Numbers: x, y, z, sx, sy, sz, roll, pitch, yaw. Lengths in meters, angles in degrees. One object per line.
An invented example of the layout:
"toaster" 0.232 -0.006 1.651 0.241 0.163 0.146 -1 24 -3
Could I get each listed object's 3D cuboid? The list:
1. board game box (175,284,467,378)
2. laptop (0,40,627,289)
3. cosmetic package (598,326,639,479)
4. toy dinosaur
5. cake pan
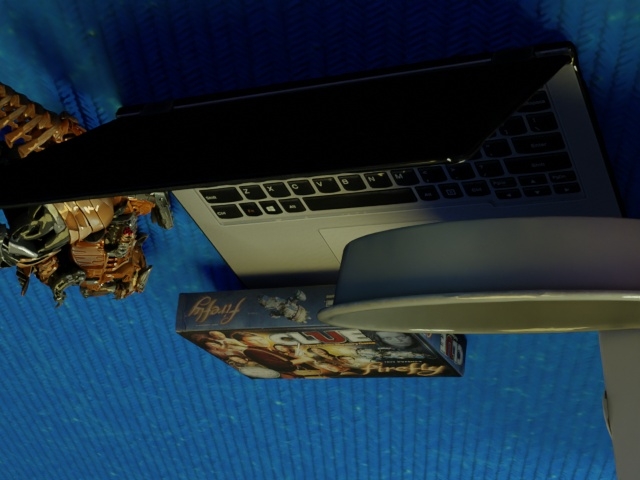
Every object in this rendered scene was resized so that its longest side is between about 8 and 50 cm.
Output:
"board game box" 0.002 0.093 1.087 0.243 0.042 0.165 -4 155 25
"laptop" 0.000 0.000 0.812 0.382 0.236 0.408 -4 142 26
"cosmetic package" 0.396 0.090 0.785 0.155 0.197 0.365 34 133 -29
"toy dinosaur" -0.246 -0.042 0.960 0.218 0.164 0.322 -12 128 -1
"cake pan" 0.143 0.030 0.773 0.293 0.054 0.293 0 171 0
